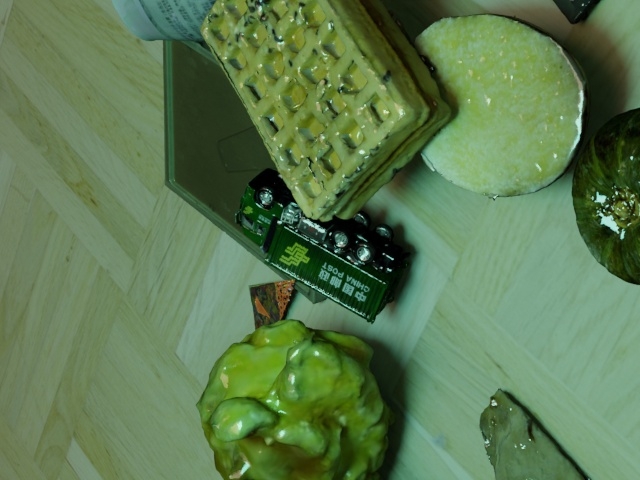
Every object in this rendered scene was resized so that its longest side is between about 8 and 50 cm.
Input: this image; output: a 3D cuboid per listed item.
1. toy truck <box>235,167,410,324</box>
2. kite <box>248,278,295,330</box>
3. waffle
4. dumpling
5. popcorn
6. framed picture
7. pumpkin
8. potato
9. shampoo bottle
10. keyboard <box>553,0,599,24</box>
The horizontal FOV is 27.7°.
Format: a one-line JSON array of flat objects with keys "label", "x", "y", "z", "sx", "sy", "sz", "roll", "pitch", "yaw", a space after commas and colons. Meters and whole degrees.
[{"label": "toy truck", "x": 0.000, "y": 0.000, "z": 1.921, "sx": 0.259, "sy": 0.088, "sz": 0.121, "roll": 30, "pitch": 125, "yaw": 13}, {"label": "kite", "x": -0.094, "y": 0.113, "z": 2.161, "sx": 0.125, "sy": 0.008, "sz": 0.222, "roll": 52, "pitch": 136, "yaw": 41}, {"label": "waffle", "x": -0.004, "y": -0.239, "z": 1.800, "sx": 0.261, "sy": 0.114, "sz": 0.376, "roll": -49, "pitch": 62, "yaw": 40}, {"label": "dumpling", "x": 0.288, "y": 0.355, "z": 1.710, "sx": 0.332, "sy": 0.086, "sz": 0.166, "roll": 47, "pitch": 121, "yaw": 41}, {"label": "popcorn", "x": -0.038, "y": 0.255, "z": 1.922, "sx": 0.279, "sy": 0.274, "sz": 0.335, "roll": 35, "pitch": 146, "yaw": 60}, {"label": "framed picture", "x": -0.128, "y": -0.136, "z": 2.111, "sx": 0.446, "sy": 0.028, "sz": 0.326, "roll": 37, "pitch": 136, "yaw": 40}, {"label": "pumpkin", "x": 0.399, "y": -0.052, "z": 1.520, "sx": 0.224, "sy": 0.157, "sz": 0.223, "roll": 34, "pitch": 134, "yaw": 45}, {"label": "potato", "x": 0.247, "y": -0.175, "z": 1.709, "sx": 0.299, "sy": 0.116, "sz": 0.239, "roll": 18, "pitch": 104, "yaw": 43}, {"label": "shampoo bottle", "x": -0.190, "y": -0.448, "z": 2.027, "sx": 0.266, "sy": 0.273, "sz": 0.273, "roll": -8, "pitch": 85, "yaw": 19}, {"label": "keyboard", "x": 0.390, "y": -0.414, "z": 1.609, "sx": 0.317, "sy": 0.027, "sz": 0.106, "roll": -53, "pitch": 51, "yaw": 34}]
